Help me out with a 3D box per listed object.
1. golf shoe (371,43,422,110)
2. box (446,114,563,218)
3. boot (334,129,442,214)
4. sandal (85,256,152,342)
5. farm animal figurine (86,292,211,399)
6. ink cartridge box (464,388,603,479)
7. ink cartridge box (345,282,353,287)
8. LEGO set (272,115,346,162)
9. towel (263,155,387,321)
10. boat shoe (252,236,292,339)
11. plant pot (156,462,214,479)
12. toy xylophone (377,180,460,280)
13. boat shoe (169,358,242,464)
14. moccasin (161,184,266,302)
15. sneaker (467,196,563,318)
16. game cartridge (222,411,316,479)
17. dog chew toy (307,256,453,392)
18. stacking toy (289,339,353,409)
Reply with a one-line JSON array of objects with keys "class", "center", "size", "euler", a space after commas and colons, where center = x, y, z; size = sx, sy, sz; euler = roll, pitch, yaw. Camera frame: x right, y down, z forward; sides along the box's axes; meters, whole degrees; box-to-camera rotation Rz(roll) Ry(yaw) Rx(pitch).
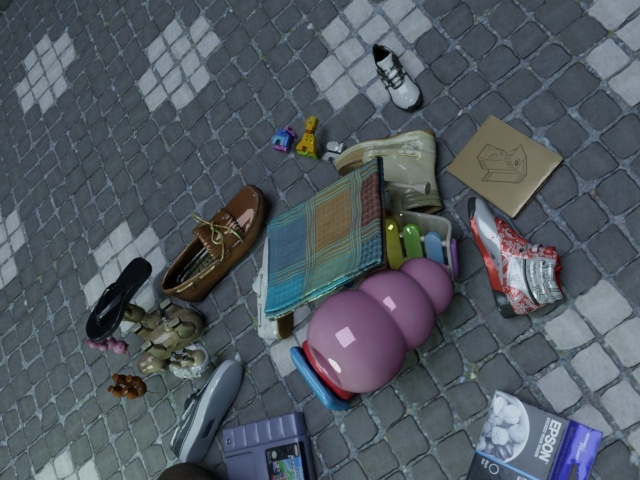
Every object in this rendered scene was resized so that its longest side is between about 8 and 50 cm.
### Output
[{"class": "golf shoe", "center": [0.178, -0.405, 1.542], "size": [0.077, 0.094, 0.198], "euler": [-37, 63, 16]}, {"class": "box", "center": [0.406, -0.167, 1.386], "size": [0.201, 0.021, 0.164], "euler": [43, 100, 32]}, {"class": "boot", "center": [0.158, -0.137, 1.485], "size": [0.261, 0.095, 0.204], "euler": [-11, 73, 24]}, {"class": "sandal", "center": [-0.554, 0.151, 1.673], "size": [0.097, 0.054, 0.255], "euler": [21, 74, 30]}, {"class": "farm animal figurine", "center": [-0.457, 0.272, 1.707], "size": [0.326, 0.172, 0.330], "euler": [-25, 57, 10]}, {"class": "ink cartridge box", "center": [0.410, 0.426, 1.212], "size": [0.208, 0.045, 0.206], "euler": [18, 86, 32]}, {"class": "ink cartridge box", "center": [-0.007, 0.034, 1.532], "size": [0.207, 0.097, 0.046], "euler": [41, 99, 33]}, {"class": "LEGO set", "center": [-0.038, -0.275, 1.639], "size": [0.227, 0.087, 0.093], "euler": [18, 87, 32]}, {"class": "towel", "center": [0.000, 0.000, 1.366], "size": [0.370, 0.040, 0.272], "euler": [-30, 49, 41]}, {"class": "boat shoe", "center": [-0.132, 0.113, 1.584], "size": [0.096, 0.098, 0.277], "euler": [-8, 74, 28]}, {"class": "plant pot", "center": [-0.322, 0.639, 1.460], "size": [0.263, 0.263, 0.229], "euler": [-63, 15, 2]}, {"class": "toy xylophone", "center": [0.161, -0.025, 1.393], "size": [0.322, 0.236, 0.081], "euler": [4, 42, 37]}, {"class": "boat shoe", "center": [-0.303, 0.429, 1.604], "size": [0.102, 0.108, 0.301], "euler": [29, 100, 32]}, {"class": "moccasin", "center": [-0.290, 0.002, 1.678], "size": [0.380, 0.147, 0.139], "euler": [-44, 60, 13]}, {"class": "sneaker", "center": [0.410, 0.016, 1.296], "size": [0.145, 0.090, 0.270], "euler": [-22, 70, 23]}, {"class": "game cartridge", "center": [-0.112, 0.604, 1.467], "size": [0.230, 0.068, 0.355], "euler": [-23, 66, 28]}, {"class": "dog chew toy", "center": [0.136, 0.155, 1.266], "size": [0.331, 0.207, 0.206], "euler": [-35, 57, -18]}, {"class": "stacking toy", "center": [0.094, 0.227, 1.405], "size": [0.302, 0.175, 0.166], "euler": [-40, 63, 3]}]
